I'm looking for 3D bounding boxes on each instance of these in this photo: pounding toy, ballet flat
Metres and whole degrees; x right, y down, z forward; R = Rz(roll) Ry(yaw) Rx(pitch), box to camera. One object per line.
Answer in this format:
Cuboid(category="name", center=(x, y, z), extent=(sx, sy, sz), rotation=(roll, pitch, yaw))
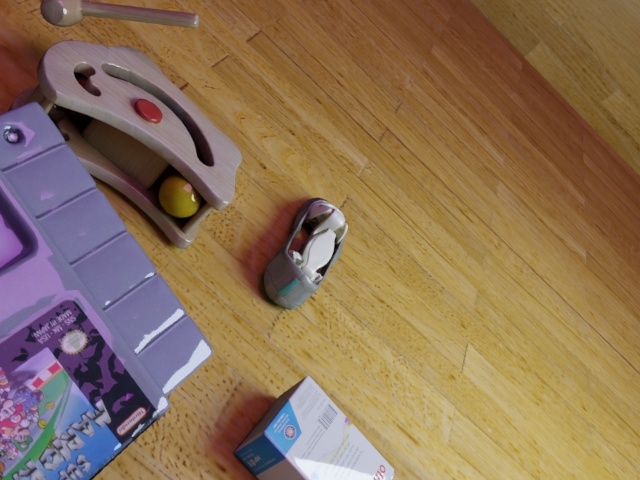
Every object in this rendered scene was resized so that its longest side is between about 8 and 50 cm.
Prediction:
Cuboid(category="pounding toy", center=(-0.178, -0.133, 0.658), extent=(0.269, 0.155, 0.154), rotation=(45, 30, -6))
Cuboid(category="ballet flat", center=(0.000, 0.000, 0.803), extent=(0.072, 0.068, 0.213), rotation=(42, 35, -10))

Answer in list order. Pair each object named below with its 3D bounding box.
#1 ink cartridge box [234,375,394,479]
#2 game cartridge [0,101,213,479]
Cuboid(category="ink cartridge box", center=(-0.002, 0.198, 0.624), extent=(0.122, 0.052, 0.088), rotation=(47, 35, 0))
Cuboid(category="game cartridge", center=(-0.239, 0.082, 0.386), extent=(0.230, 0.068, 0.355), rotation=(53, 46, -4))
